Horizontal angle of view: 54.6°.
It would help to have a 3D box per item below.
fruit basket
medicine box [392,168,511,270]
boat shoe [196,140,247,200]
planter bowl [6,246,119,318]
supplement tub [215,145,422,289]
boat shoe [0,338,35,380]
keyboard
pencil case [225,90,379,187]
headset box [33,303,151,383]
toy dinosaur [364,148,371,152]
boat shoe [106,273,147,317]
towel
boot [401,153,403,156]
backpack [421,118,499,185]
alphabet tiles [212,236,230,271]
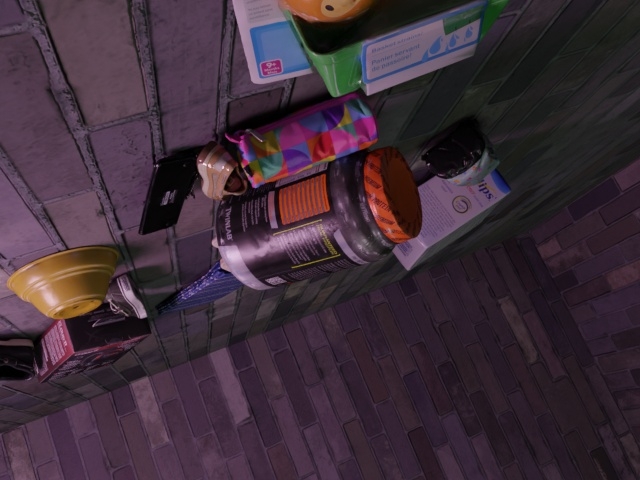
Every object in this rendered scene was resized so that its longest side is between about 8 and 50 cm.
[{"bbox_3d":[0.070,-0.287,0.549,0.326,0.166,0.353,-21,163,-7],"label":"fruit basket"},{"bbox_3d":[0.333,-0.076,1.701,0.289,0.149,0.263,-33,168,-11],"label":"medicine box"},{"bbox_3d":[-0.156,-0.098,1.034,0.068,0.072,0.190,-58,175,-9],"label":"boat shoe"},{"bbox_3d":[-0.497,0.098,1.238,0.217,0.090,0.217,-22,167,-6],"label":"planter bowl"},{"bbox_3d":[-0.003,-0.041,1.118,0.337,0.207,0.207,-15,172,28],"label":"supplement tub"},{"bbox_3d":[-0.810,0.304,1.462,0.127,0.113,0.340,-25,166,10],"label":"boat shoe"},{"bbox_3d":[-0.254,-0.086,1.043,0.100,0.038,0.192,-18,155,-36],"label":"keyboard"},{"bbox_3d":[-0.026,-0.164,0.993,0.236,0.104,0.104,-21,166,-10],"label":"pencil case"},{"bbox_3d":[-0.602,0.259,1.636,0.218,0.110,0.293,-9,161,-45],"label":"headset box"},{"bbox_3d":[0.087,-0.174,1.310,0.082,0.047,0.090,-50,-176,45],"label":"toy dinosaur"},{"bbox_3d":[-0.470,0.141,1.490,0.070,0.078,0.219,-21,158,-11],"label":"boat shoe"},{"bbox_3d":[-0.299,0.126,1.805,0.336,0.040,0.243,-31,166,37],"label":"towel"},{"bbox_3d":[0.134,-0.159,1.408,0.118,0.042,0.087,-24,173,8],"label":"boot"},{"bbox_3d":[0.336,-0.192,1.440,0.152,0.115,0.182,-33,166,26],"label":"backpack"},{"bbox_3d":[-0.104,0.022,1.485,0.284,0.021,0.278,-31,139,33],"label":"alphabet tiles"}]
